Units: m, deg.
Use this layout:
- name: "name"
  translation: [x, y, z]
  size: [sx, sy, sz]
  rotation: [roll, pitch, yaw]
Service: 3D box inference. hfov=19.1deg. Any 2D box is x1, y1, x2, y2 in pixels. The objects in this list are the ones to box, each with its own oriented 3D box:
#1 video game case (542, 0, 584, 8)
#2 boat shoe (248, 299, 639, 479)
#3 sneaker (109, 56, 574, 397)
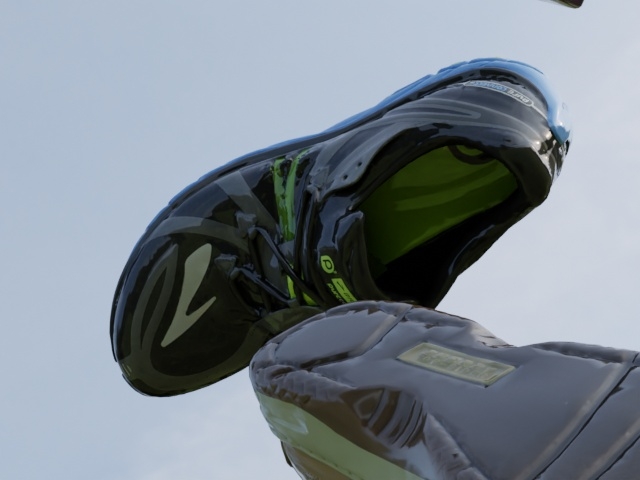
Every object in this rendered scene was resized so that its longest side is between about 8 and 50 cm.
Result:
- name: "video game case"
  translation: [0.035, -0.210, 1.138]
  size: [0.210, 0.232, 0.041]
  rotation: [25, -85, -18]
- name: "boat shoe"
  translation: [0.053, 0.065, 0.453]
  size: [0.068, 0.190, 0.072]
  rotation: [-25, -69, -22]
- name: "sneaker"
  translation: [0.000, 0.000, 0.656]
  size: [0.188, 0.078, 0.067]
  rotation: [-28, -71, 19]
